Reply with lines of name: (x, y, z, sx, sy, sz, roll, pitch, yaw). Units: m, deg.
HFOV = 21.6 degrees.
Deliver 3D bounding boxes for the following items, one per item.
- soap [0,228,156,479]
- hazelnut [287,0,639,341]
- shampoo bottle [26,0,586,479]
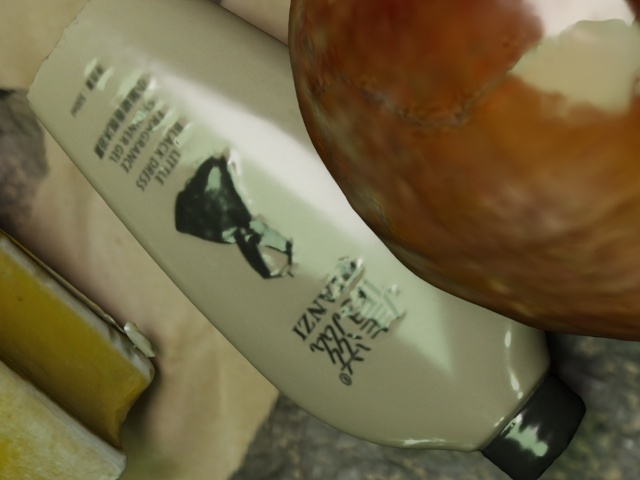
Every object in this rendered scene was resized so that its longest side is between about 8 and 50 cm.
soap: (-0.225, 0.028, 0.724, 0.173, 0.089, 0.274, -30, 120, 32)
hazelnut: (0.091, -0.058, 0.549, 0.214, 0.176, 0.214, 8, 116, 17)
shampoo bottle: (0.000, 0.000, 0.672, 0.257, 0.078, 0.127, 40, 116, 5)
